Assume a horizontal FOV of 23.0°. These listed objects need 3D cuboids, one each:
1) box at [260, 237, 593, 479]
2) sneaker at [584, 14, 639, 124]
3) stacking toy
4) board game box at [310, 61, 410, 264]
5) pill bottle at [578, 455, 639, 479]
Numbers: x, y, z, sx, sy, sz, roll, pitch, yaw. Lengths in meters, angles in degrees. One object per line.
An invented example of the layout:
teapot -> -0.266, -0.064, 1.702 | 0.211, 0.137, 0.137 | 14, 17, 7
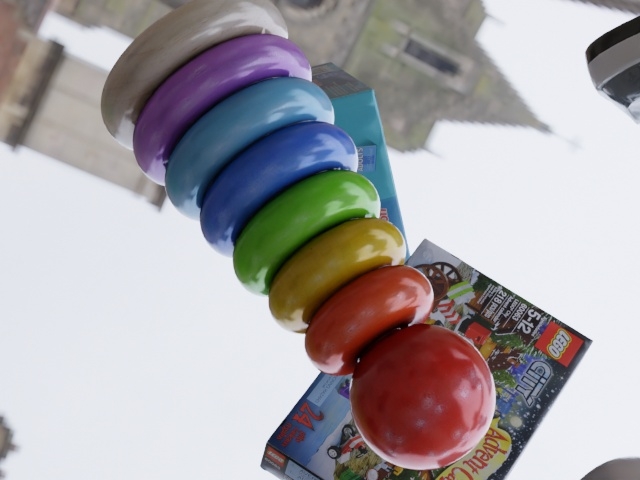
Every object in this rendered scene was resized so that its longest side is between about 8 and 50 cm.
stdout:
box -> 0.084, 0.123, 1.203 | 0.233, 0.159, 0.044 | -51, 166, -33
sneaker -> 0.270, -0.026, 0.909 | 0.124, 0.295, 0.178 | -28, -116, 41
stacking toy -> 0.000, 0.000, 1.004 | 0.141, 0.141, 0.330 | -48, -112, 29
board game box -> 0.034, -0.012, 1.730 | 0.254, 0.079, 0.336 | -126, -158, -75
pill bottle -> 0.253, 0.227, 0.724 | 0.181, 0.323, 0.181 | -162, -90, -84
